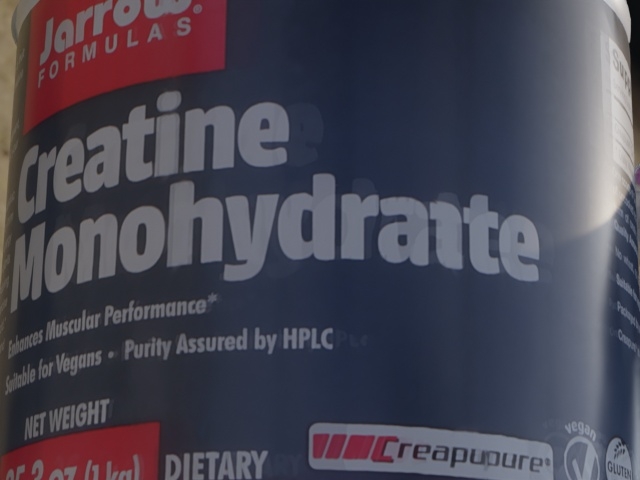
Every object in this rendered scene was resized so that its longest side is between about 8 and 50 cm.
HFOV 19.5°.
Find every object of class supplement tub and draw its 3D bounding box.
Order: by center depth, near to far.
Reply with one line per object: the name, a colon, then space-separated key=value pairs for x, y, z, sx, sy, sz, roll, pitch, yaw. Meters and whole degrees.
supplement tub: x=0.000 y=0.000 z=0.561 sx=0.191 sy=0.191 sz=0.272 roll=27 pitch=58 yaw=-54

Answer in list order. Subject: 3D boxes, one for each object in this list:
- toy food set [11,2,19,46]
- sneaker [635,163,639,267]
toy food set: x=-0.120 y=-0.173 z=0.990 sx=0.104 sy=0.111 sz=0.232 roll=36 pitch=39 yaw=-81
sneaker: x=0.237 y=0.059 z=0.635 sx=0.305 sy=0.152 sz=0.114 roll=19 pitch=28 yaw=2
